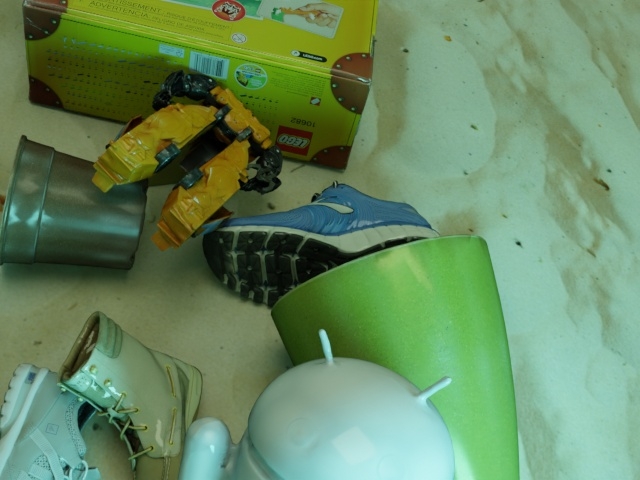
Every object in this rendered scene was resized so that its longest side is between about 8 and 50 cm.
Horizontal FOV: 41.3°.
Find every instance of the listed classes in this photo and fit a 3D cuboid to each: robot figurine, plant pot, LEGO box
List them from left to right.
[{"bbox_3d":[-0.313,-0.037,1.089,0.165,0.167,0.167,10,51,-17],"label":"plant pot"},{"bbox_3d":[-0.222,-0.139,1.233,0.081,0.083,0.081,-8,55,-22],"label":"plant pot"},{"bbox_3d":[-0.162,-0.112,1.111,0.211,0.085,0.291,47,32,-6],"label":"robot figurine"},{"bbox_3d":[-0.165,-0.354,1.344,0.500,0.193,0.373,12,51,-5],"label":"LEGO box"},{"bbox_3d":[0.005,0.262,0.813,0.299,0.354,0.200,17,16,-6],"label":"robot figurine"},{"bbox_3d":[0.114,0.182,0.987,0.274,0.275,0.294,-11,73,-23],"label":"plant pot"}]

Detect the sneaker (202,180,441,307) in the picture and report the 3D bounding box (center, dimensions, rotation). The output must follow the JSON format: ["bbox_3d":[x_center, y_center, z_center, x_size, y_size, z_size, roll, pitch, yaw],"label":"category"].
[{"bbox_3d":[0.000,0.000,1.178,0.329,0.130,0.147,0,36,-15],"label":"sneaker"}]

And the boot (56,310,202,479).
[{"bbox_3d":[-0.213,0.195,0.927,0.165,0.077,0.213,41,34,-34],"label":"boot"}]

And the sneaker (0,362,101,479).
[{"bbox_3d":[-0.292,0.255,0.892,0.115,0.105,0.281,7,51,-9],"label":"sneaker"}]
